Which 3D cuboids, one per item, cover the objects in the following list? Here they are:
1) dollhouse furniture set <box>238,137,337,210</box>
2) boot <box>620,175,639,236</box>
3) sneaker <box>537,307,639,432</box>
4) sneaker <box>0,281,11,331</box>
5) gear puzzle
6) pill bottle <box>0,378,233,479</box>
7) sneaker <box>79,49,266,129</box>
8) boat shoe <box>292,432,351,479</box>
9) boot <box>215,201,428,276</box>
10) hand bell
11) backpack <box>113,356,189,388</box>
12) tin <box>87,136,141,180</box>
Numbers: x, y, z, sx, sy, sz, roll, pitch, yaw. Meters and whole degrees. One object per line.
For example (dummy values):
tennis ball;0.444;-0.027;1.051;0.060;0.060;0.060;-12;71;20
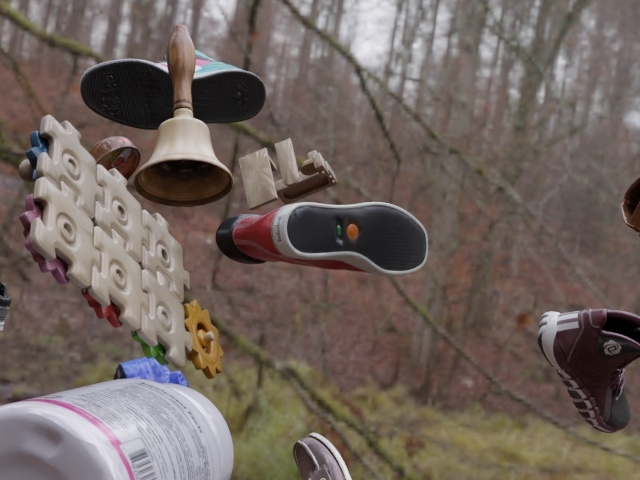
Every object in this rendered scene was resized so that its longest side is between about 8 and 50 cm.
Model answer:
dollhouse furniture set;-0.050;-0.094;2.025;0.144;0.123;0.151;-22;-37;11
boot;0.447;0.003;1.225;0.220;0.109;0.283;19;0;10
sneaker;0.483;0.209;1.736;0.162;0.106;0.281;-19;-52;33
sneaker;-0.590;0.088;1.870;0.170;0.075;0.063;40;12;38
gear puzzle;-0.189;0.032;1.060;0.044;0.175;0.339;-21;-41;16
pill bottle;-0.178;0.198;0.882;0.160;0.160;0.283;7;-1;14
sneaker;-0.256;-0.249;1.721;0.296;0.123;0.178;0;13;-27
boat shoe;0.015;0.519;2.125;0.097;0.116;0.324;-11;46;-25
boot;0.000;0.000;1.337;0.244;0.088;0.176;8;-9;-37
hand bell;-0.181;-0.178;1.401;0.126;0.242;0.126;-4;-26;-2
backpack;-0.233;0.222;1.491;0.101;0.120;0.098;-15;-30;-29
tin;-0.390;-0.104;1.859;0.040;0.189;0.106;48;20;18
